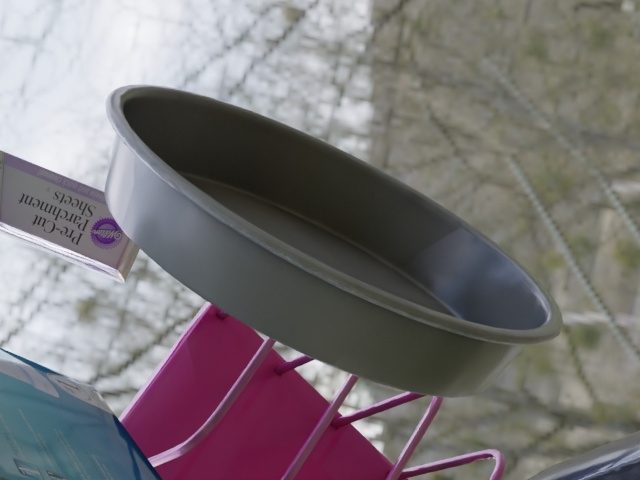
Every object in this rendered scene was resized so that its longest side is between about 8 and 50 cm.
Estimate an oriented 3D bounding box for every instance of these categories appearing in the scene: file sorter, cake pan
[{"bbox_3d":[0.007,0.192,1.269,0.182,0.290,0.202,-26,23,53],"label":"file sorter"},{"bbox_3d":[0.000,0.000,0.977,0.054,0.293,0.293,-62,-10,15],"label":"cake pan"}]

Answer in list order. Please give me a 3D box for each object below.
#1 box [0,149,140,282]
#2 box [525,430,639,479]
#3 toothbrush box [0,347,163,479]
[{"bbox_3d":[-0.314,-0.054,1.513,0.063,0.324,0.067,91,-158,-76],"label":"box"},{"bbox_3d":[0.171,0.163,0.758,0.093,0.156,0.158,-19,-99,-48],"label":"box"},{"bbox_3d":[-0.239,0.134,0.972,0.295,0.216,0.126,30,-83,-38],"label":"toothbrush box"}]
